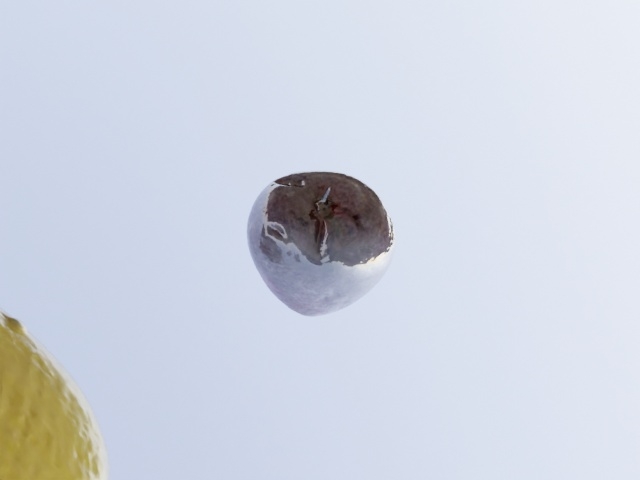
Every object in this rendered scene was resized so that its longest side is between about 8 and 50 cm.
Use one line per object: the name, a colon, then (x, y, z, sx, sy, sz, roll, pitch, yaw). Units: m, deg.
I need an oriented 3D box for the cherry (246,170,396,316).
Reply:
cherry: (0.004, 0.001, 1.509, 0.176, 0.176, 0.140, 24, -136, -21)

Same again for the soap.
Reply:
soap: (-0.385, 0.170, 1.394, 0.427, 0.115, 0.306, 48, -157, -21)
